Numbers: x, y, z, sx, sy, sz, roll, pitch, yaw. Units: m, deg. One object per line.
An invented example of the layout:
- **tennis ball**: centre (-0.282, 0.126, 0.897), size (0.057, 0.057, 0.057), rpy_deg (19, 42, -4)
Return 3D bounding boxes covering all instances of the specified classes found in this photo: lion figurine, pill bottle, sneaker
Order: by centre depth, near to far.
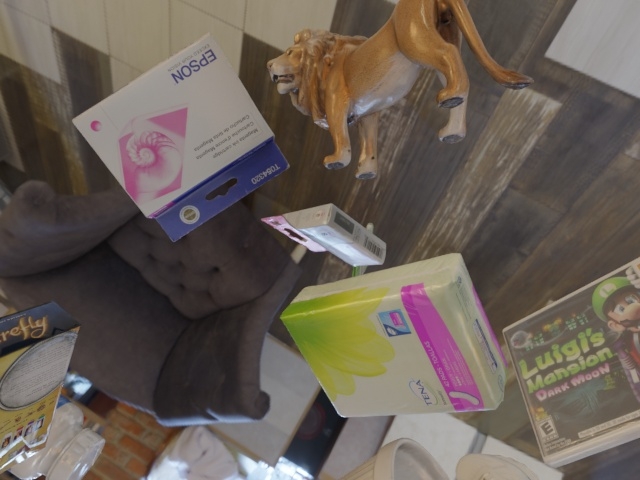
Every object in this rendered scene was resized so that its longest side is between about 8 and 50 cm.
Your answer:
- **sneaker**: centre (0.254, 0.355, 0.693), size (0.094, 0.090, 0.235), rpy_deg (19, -179, -28)
- **lion figurine**: centre (0.086, -0.232, 0.697), size (0.142, 0.240, 0.392), rpy_deg (7, 166, -41)
- **pill bottle**: centre (-0.453, 0.286, 0.806), size (0.221, 0.124, 0.124), rpy_deg (30, 140, 5)

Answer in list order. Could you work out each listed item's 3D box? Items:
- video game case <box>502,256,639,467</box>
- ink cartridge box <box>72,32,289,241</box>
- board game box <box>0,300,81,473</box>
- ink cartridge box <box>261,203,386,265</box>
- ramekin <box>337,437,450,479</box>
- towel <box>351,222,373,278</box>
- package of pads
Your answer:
- **video game case**: centre (0.295, 0.120, 0.544), size (0.022, 0.173, 0.190), rpy_deg (37, 122, -26)
- **ink cartridge box**: centre (-0.274, -0.200, 1.096), size (0.330, 0.324, 0.071), rpy_deg (57, 178, -22)
- **board game box**: centre (-0.314, 0.154, 0.393), size (0.042, 0.243, 0.165), rpy_deg (34, 114, 17)
- **ink cartridge box**: centre (0.000, 0.000, 1.151), size (0.232, 0.066, 0.189), rpy_deg (-13, 145, 43)
- **ramekin**: centre (0.082, 0.318, 0.518), size (0.109, 0.207, 0.207), rpy_deg (-33, 110, 16)
- **towel**: centre (0.101, 0.034, 1.298), size (0.023, 0.152, 0.113), rpy_deg (10, 119, 17)
- **package of pads**: centre (0.116, 0.162, 0.812), size (0.296, 0.101, 0.229), rpy_deg (-15, 112, 33)
